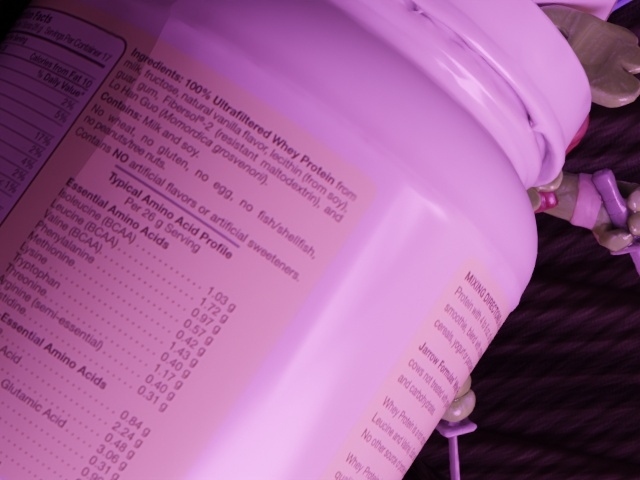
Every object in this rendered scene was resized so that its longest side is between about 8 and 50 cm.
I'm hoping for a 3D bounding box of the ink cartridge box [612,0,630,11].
[{"bbox_3d":[0.216,-0.301,0.997,0.186,0.065,0.311,-28,-135,40],"label":"ink cartridge box"}]

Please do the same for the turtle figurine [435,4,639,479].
[{"bbox_3d":[0.129,0.015,0.895,0.198,0.274,0.266,-16,154,-12],"label":"turtle figurine"}]

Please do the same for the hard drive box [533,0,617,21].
[{"bbox_3d":[0.064,-0.145,0.887,0.232,0.181,0.089,107,-20,-70],"label":"hard drive box"}]

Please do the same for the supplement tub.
[{"bbox_3d":[-0.059,0.027,0.630,0.325,0.235,0.235,-56,173,-9],"label":"supplement tub"}]
